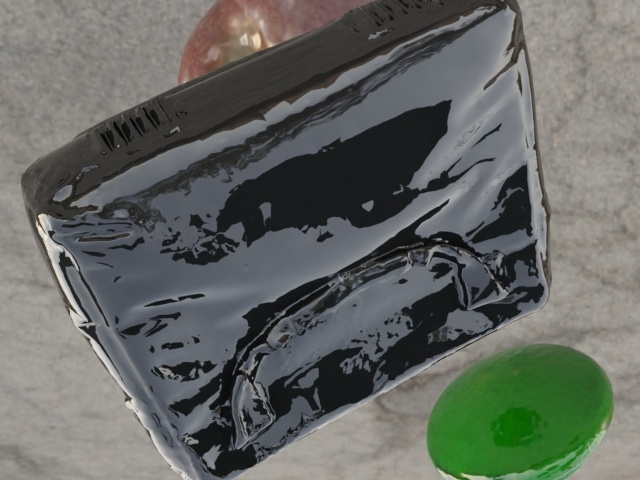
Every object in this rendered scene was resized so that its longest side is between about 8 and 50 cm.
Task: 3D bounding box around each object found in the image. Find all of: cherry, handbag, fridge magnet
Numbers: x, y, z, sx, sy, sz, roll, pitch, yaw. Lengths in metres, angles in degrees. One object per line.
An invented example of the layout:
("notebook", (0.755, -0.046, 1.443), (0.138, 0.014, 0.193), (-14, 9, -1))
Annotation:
("cherry", (-0.010, -0.156, 0.860), (0.239, 0.206, 0.239), (-34, 162, -12))
("handbag", (0.000, 0.000, 0.496), (0.275, 0.088, 0.244), (-29, 127, -12))
("fridge magnet", (0.211, 0.191, 0.939), (0.208, 0.208, 0.088), (-12, 121, 33))
